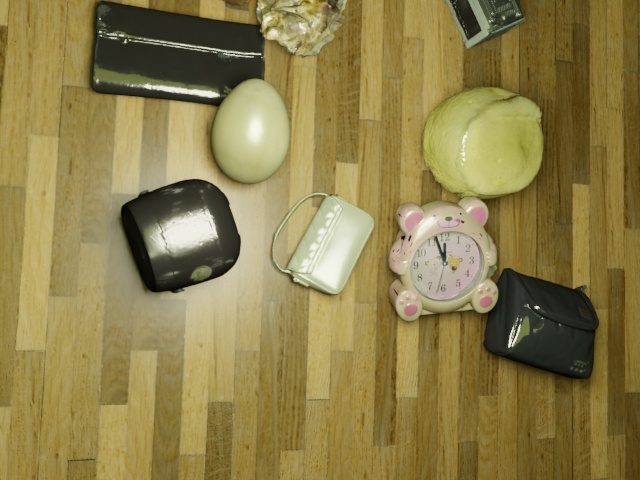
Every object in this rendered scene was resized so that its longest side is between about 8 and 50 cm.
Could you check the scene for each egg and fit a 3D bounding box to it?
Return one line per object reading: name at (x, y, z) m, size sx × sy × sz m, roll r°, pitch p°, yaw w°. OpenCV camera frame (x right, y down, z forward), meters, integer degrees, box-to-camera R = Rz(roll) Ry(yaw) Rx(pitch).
egg at (-0.166, -0.259, 1.526) m, size 0.189 × 0.188 × 0.253 m, roll 7°, pitch 109°, yaw -17°

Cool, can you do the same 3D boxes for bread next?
bread at (0.433, -0.260, 1.706) m, size 0.321 × 0.237 × 0.320 m, roll -2°, pitch 97°, yaw -19°

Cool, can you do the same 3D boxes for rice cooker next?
rice cooker at (-0.315, -0.013, 1.449) m, size 0.225 × 0.267 × 0.267 m, roll -21°, pitch 93°, yaw -24°

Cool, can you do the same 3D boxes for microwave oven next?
microwave oven at (0.457, -0.677, 1.793) m, size 0.162 × 0.122 × 0.208 m, roll -27°, pitch 94°, yaw -16°

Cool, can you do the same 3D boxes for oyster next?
oyster at (-0.045, -0.611, 1.634) m, size 0.238 × 0.115 × 0.351 m, roll 40°, pitch 61°, yaw -11°

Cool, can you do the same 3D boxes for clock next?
clock at (0.317, 0.047, 1.655) m, size 0.284 × 0.114 × 0.309 m, roll -5°, pitch 109°, yaw -4°

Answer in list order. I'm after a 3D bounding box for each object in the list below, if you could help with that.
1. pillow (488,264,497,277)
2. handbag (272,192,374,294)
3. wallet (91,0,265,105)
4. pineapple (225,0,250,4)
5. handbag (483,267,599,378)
pillow at (0.393, 0.023, 1.763) m, size 0.128 × 0.051 × 0.229 m, roll -32°, pitch 94°, yaw -18°
handbag at (0.000, 0.000, 1.636) m, size 0.219 × 0.079 × 0.256 m, roll 28°, pitch 78°, yaw -2°
wallet at (-0.340, -0.449, 1.562) m, size 0.407 × 0.062 × 0.228 m, roll 3°, pitch 85°, yaw -18°
pineapple at (-0.182, -0.762, 1.593) m, size 0.169 × 0.169 × 0.340 m, roll 25°, pitch 73°, yaw -14°
handbag at (0.631, 0.219, 1.756) m, size 0.302 × 0.178 × 0.274 m, roll 19°, pitch 81°, yaw -15°
